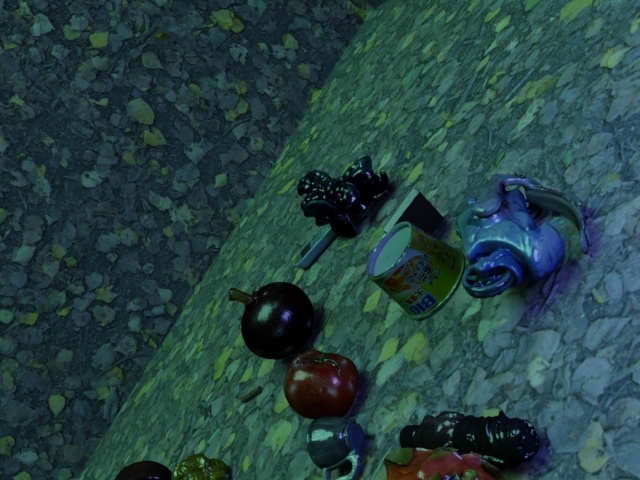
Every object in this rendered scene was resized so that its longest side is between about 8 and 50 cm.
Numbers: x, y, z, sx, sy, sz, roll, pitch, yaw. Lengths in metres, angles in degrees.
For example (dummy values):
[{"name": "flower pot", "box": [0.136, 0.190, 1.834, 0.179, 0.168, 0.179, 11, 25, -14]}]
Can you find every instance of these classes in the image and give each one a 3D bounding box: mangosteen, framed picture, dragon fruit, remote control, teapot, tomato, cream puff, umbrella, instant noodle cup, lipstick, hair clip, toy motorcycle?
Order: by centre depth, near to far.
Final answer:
[{"name": "dragon fruit", "box": [0.184, 0.408, 1.138, 0.227, 0.224, 0.224, -31, 29, 60]}, {"name": "umbrella", "box": [0.242, 0.336, 1.300, 0.326, 0.090, 0.094, -20, 60, 59]}, {"name": "toy motorcycle", "box": [0.373, -0.024, 1.462, 0.241, 0.182, 0.319, -45, 19, 26]}, {"name": "teapot", "box": [0.035, 0.436, 1.606, 0.108, 0.111, 0.149, -23, 28, 33]}, {"name": "instant noodle cup", "box": [0.209, 0.062, 1.762, 0.205, 0.153, 0.205, -48, 19, 22]}, {"name": "tomato", "box": [0.009, 0.337, 1.784, 0.187, 0.151, 0.187, -12, 8, 2]}, {"name": "framed picture", "box": [0.231, -0.041, 1.881, 0.023, 0.168, 0.128, 37, 90, 37]}, {"name": "cream puff", "box": [-0.330, 0.645, 2.073, 0.156, 0.156, 0.121, 3, 70, 68]}, {"name": "mangosteen", "box": [-0.149, 0.210, 2.195, 0.235, 0.261, 0.235, -48, 18, 21]}, {"name": "lipstick", "box": [-0.207, 0.461, 2.277, 0.094, 0.019, 0.019, -39, 24, 37]}, {"name": "hair clip", "box": [0.057, -0.140, 2.376, 0.310, 0.194, 0.206, -12, 51, 44]}, {"name": "remote control", "box": [0.000, 0.000, 2.536, 0.244, 0.047, 0.087, -48, 23, 16]}]

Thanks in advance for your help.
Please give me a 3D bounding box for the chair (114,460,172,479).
[{"name": "chair", "box": [-0.462, 0.772, 2.046, 0.226, 0.227, 0.401, -55, 18, -3]}]
